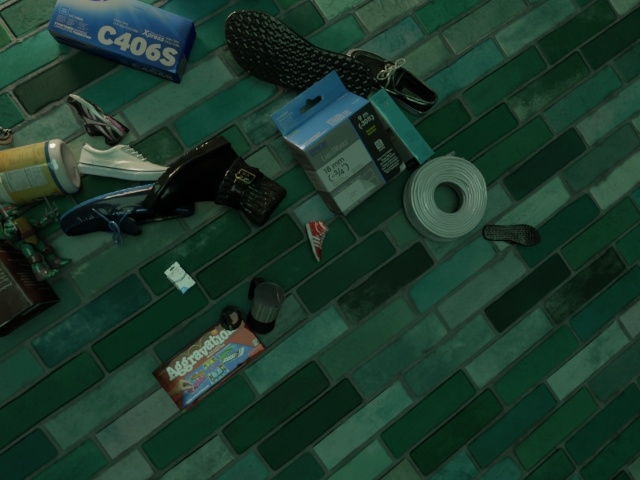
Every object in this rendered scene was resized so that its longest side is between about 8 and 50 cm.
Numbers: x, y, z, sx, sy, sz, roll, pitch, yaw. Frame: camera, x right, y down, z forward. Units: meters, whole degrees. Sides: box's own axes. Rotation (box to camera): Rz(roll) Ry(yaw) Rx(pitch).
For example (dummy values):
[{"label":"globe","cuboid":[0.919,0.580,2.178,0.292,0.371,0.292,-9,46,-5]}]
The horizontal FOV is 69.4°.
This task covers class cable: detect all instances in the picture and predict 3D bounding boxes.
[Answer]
[{"label":"cable","cuboid":[0.382,-0.127,1.403,0.257,0.089,0.257,-25,91,-10]}]

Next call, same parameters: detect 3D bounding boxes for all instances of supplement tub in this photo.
[{"label":"supplement tub","cuboid":[-0.747,-0.170,1.190,0.200,0.144,0.144,-16,89,-10]}]

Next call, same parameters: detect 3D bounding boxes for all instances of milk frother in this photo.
[{"label":"milk frother","cuboid":[-0.186,0.185,1.251,0.129,0.134,0.143,41,46,20]}]

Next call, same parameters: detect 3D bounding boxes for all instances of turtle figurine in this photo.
[{"label":"turtle figurine","cuboid":[-0.732,-0.021,1.164,0.118,0.175,0.234,-13,113,18]}]

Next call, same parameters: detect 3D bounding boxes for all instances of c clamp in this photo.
[{"label":"c clamp","cuboid":[-0.877,-0.309,1.203,0.161,0.137,0.022,37,106,-19]}]

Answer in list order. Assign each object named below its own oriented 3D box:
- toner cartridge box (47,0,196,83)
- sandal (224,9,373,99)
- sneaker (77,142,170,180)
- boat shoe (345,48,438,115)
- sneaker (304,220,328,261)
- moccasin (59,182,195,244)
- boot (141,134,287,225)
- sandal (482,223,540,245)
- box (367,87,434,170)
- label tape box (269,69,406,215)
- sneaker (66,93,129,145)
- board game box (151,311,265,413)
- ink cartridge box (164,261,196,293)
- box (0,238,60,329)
[{"label":"toner cartridge box","cuboid":[-0.542,-0.580,1.284,0.348,0.075,0.165,16,83,-8]},{"label":"sandal","cuboid":[-0.065,-0.515,1.342,0.446,0.107,0.167,21,111,-13]},{"label":"sneaker","cuboid":[-0.522,-0.213,1.251,0.258,0.094,0.091,6,100,-8]},{"label":"boat shoe","cuboid":[0.213,-0.486,1.388,0.306,0.105,0.113,35,82,-6]},{"label":"sneaker","cuboid":[0.000,0.000,1.356,0.067,0.042,0.118,-16,87,-7]},{"label":"moccasin","cuboid":[-0.505,-0.068,1.226,0.342,0.138,0.117,-20,83,-9]},{"label":"boot","cuboid":[-0.260,-0.116,1.214,0.260,0.131,0.348,44,48,-3]},{"label":"sandal","cuboid":[0.603,-0.019,1.464,0.179,0.040,0.067,7,80,5]},{"label":"box","cuboid":[0.228,-0.328,1.384,0.060,0.100,0.244,-40,94,-10]},{"label":"label tape box","cuboid":[0.054,-0.274,1.301,0.240,0.106,0.333,-39,112,-10]},{"label":"sneaker","cuboid":[-0.621,-0.326,1.261,0.178,0.072,0.077,36,92,0]},{"label":"board game box","cuboid":[-0.309,0.335,1.293,0.281,0.027,0.145,-37,92,-10]},{"label":"ink cartridge box","cuboid":[-0.393,0.104,1.291,0.048,0.028,0.083,-44,94,-9]},{"label":"box","cuboid":[-0.810,0.121,1.151,0.168,0.167,0.203,-35,93,-10]}]
